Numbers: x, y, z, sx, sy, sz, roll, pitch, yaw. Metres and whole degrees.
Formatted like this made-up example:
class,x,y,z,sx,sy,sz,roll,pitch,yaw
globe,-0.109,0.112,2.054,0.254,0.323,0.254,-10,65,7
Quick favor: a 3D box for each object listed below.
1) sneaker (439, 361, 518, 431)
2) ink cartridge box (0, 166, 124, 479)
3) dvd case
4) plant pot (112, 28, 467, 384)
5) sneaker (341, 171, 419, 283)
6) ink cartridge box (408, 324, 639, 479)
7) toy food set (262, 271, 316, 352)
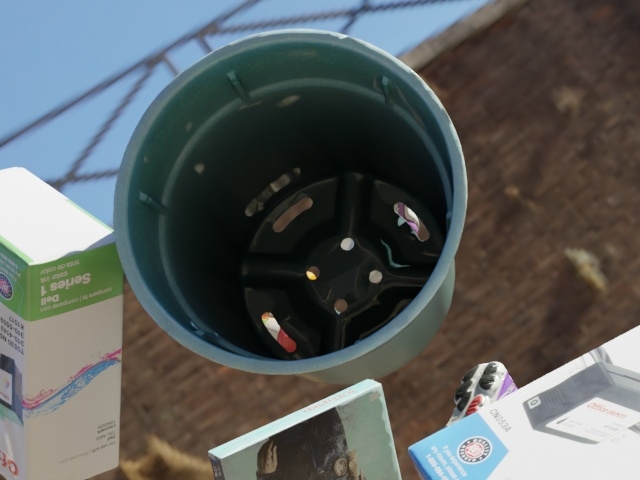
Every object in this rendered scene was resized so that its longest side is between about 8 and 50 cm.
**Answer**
class,x,y,z,sx,sy,sz,roll,pitch,yaw
sneaker,0.156,0.194,1.542,0.068,0.071,0.170,-21,31,48
ink cartridge box,-0.305,0.094,1.659,0.117,0.201,0.278,-17,-55,-37
dvd case,0.002,0.131,0.703,0.087,0.119,0.013,-21,19,-30
plant pot,0.000,0.000,1.672,0.341,0.341,0.334,-36,-19,1
sneaker,0.045,-0.061,1.984,0.114,0.152,0.305,-26,-38,-30
ink cartridge box,0.260,0.196,1.310,0.307,0.129,0.223,-27,28,-6
toy food set,-0.040,0.095,2.164,0.232,0.105,0.111,-40,-37,-87
